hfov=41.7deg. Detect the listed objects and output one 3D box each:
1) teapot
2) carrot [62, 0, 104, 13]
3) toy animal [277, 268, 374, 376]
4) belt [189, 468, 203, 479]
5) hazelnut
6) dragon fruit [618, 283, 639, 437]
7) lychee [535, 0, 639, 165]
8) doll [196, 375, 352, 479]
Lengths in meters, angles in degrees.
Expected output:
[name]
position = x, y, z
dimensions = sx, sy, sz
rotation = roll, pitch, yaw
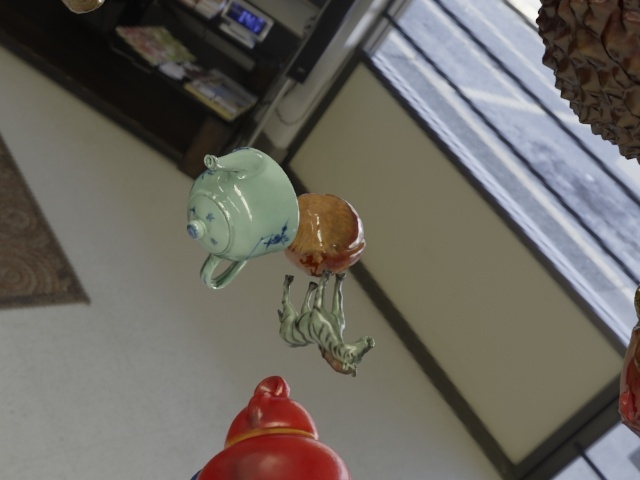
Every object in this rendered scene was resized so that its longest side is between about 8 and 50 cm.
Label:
[teapot]
position = -0.124, -0.033, 1.155
dimensions = 0.159, 0.231, 0.159
rotation = 6, 36, -5
[carrot]
position = -0.328, -0.399, 0.925
dimensions = 0.342, 0.070, 0.070
rotation = 69, -2, -50
[toy animal]
position = 0.003, 0.136, 1.558
dimensions = 0.090, 0.169, 0.255
rotation = 19, -2, -31
[belt]
position = -0.130, 0.561, 1.491
dimensions = 0.212, 0.117, 0.346
rotation = -46, 126, -46
[hazelnut]
position = 0.000, 0.000, 1.670
dimensions = 0.182, 0.182, 0.182
rotation = 27, 31, -18
[dragon fruit]
position = 0.441, 0.103, 0.838
dimensions = 0.269, 0.291, 0.250
rotation = 38, -5, -34
[lychee]
position = 0.327, -0.190, 0.686
dimensions = 0.306, 0.306, 0.330
rotation = 28, 34, -16
[doll]
position = -0.050, 0.291, 0.871
dimensions = 0.160, 0.183, 0.363
rotation = 55, 20, -39
